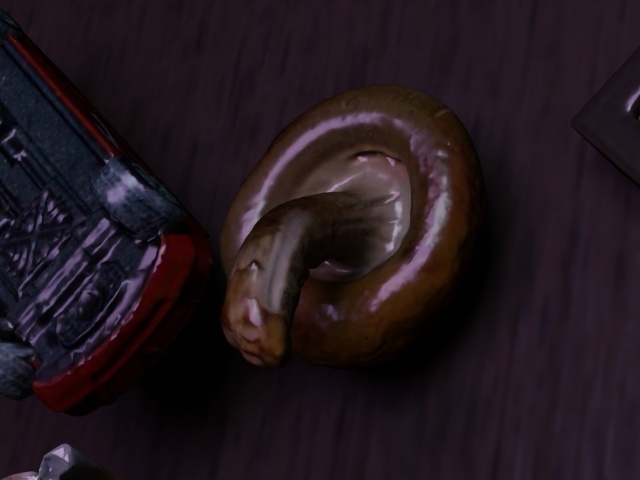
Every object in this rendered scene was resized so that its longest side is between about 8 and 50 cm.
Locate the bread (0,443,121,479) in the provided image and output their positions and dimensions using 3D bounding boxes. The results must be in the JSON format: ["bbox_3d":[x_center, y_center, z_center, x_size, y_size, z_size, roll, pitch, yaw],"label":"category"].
[{"bbox_3d":[-0.153,0.160,0.582,0.241,0.107,0.136,-23,66,23],"label":"bread"}]

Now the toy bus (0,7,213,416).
[{"bbox_3d":[-0.097,-0.012,0.649,0.081,0.089,0.195,-49,48,5],"label":"toy bus"}]

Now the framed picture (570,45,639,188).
[{"bbox_3d":[0.166,-0.033,0.517,0.128,0.023,0.168,-48,49,6],"label":"framed picture"}]

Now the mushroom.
[{"bbox_3d":[0.002,0.009,0.574,0.088,0.072,0.129,5,35,23],"label":"mushroom"}]
